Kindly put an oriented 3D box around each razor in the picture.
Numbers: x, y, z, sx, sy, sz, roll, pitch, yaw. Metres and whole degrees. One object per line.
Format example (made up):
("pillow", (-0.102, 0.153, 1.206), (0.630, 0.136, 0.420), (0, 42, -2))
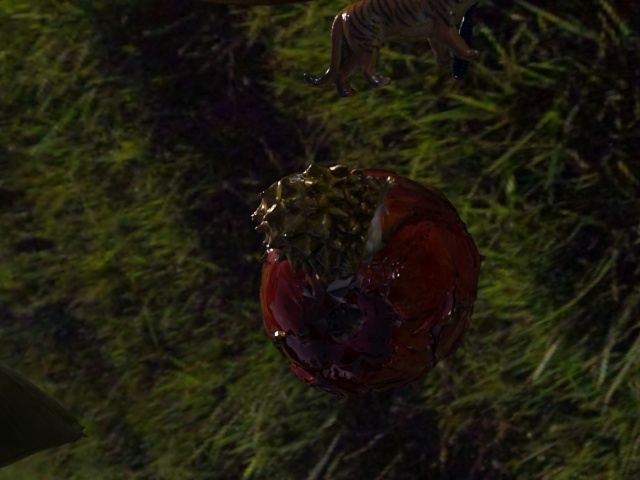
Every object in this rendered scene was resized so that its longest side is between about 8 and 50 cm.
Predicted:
("razor", (0.186, -0.274, 1.222), (0.028, 0.044, 0.155), (-103, 19, -59))

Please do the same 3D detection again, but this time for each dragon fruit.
("dragon fruit", (0.063, 0.057, 1.277), (0.295, 0.302, 0.296), (3, 111, 8))

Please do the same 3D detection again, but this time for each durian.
("durian", (0.007, 0.009, 0.983), (0.224, 0.140, 0.078), (82, -178, -61))

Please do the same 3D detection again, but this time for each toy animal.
("toy animal", (0.090, -0.218, 1.019), (0.241, 0.057, 0.099), (-14, 98, 17))

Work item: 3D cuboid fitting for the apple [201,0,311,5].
("apple", (-0.035, -0.238, 0.462), (0.272, 0.206, 0.252), (12, 107, 42))

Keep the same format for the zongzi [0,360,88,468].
("zongzi", (-0.184, 0.086, 0.337), (0.125, 0.274, 0.251), (-58, 30, 7))
